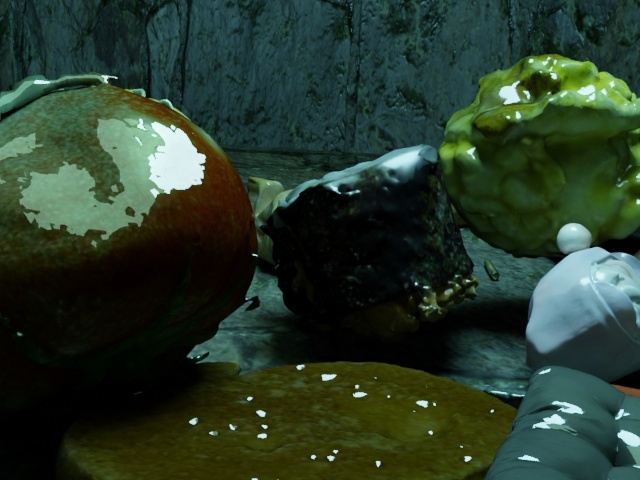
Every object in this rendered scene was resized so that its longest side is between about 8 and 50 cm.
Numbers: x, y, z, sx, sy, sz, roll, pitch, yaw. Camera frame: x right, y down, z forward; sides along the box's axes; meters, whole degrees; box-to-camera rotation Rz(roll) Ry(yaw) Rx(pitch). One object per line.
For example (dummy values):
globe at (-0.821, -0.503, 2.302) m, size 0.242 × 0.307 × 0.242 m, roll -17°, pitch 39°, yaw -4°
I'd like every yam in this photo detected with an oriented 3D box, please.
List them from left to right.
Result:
yam at (0.265, 0.044, 1.483) m, size 0.014 × 0.014 × 0.107 m, roll 4°, pitch 11°, yaw 1°

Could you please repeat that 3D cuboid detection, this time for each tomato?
tomato at (-0.206, 0.004, 0.792) m, size 0.304 × 0.303 × 0.239 m, roll -10°, pitch 62°, yaw -49°

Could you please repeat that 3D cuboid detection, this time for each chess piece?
chess piece at (-0.043, -0.016, 1.423) m, size 0.137 × 0.137 × 0.301 m, roll -4°, pitch 11°, yaw -33°

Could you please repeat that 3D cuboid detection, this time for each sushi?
sushi at (0.058, 0.017, 1.121) m, size 0.235 × 0.207 × 0.348 m, roll -21°, pitch -4°, yaw 9°

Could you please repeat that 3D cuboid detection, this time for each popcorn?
popcorn at (0.285, -0.108, 1.178) m, size 0.293 × 0.237 × 0.293 m, roll -30°, pitch 11°, yaw 7°

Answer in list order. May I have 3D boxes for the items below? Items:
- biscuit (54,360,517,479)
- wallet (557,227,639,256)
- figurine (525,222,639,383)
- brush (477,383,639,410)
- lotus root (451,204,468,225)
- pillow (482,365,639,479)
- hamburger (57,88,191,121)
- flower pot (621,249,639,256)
biscuit at (-0.024, 0.158, 0.724) m, size 0.368 × 0.063 × 0.314 m, roll -5°, pitch 11°, yaw -41°
wallet at (0.487, -0.005, 1.435) m, size 0.229 × 0.062 × 0.406 m, roll 3°, pitch -5°, yaw 1°
figurine at (0.312, 0.077, 1.050) m, size 0.133 × 0.200 × 0.276 m, roll -37°, pitch -12°, yaw 29°
brush at (0.298, 0.160, 0.834) m, size 0.324 × 0.051 × 0.070 m, roll 7°, pitch 14°, yaw 15°
lotus root at (0.282, -0.087, 1.890) m, size 0.221 × 0.118 × 0.125 m, roll -9°, pitch 34°, yaw -38°
pillow at (0.193, 0.177, 0.519) m, size 0.228 × 0.101 × 0.326 m, roll 25°, pitch 15°, yaw 16°
hamburger at (-0.259, -0.036, 1.083) m, size 0.275 × 0.274 × 0.212 m, roll 8°, pitch 14°, yaw 22°
flower pot at (0.434, 0.060, 1.267) m, size 0.111 × 0.089 × 0.111 m, roll 3°, pitch 11°, yaw -1°
